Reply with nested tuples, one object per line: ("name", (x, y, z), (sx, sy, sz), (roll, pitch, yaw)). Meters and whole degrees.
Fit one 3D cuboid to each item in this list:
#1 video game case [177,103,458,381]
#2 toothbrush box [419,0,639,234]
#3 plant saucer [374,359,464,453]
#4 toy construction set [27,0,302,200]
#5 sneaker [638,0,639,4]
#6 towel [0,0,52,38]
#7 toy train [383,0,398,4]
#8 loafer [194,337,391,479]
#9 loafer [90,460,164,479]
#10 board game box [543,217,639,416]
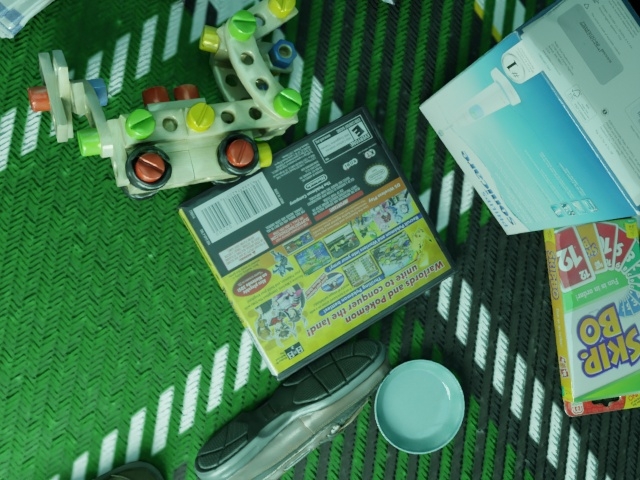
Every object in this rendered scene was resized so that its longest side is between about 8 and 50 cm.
("video game case", (0.000, 0.000, 0.887), (0.275, 0.035, 0.248), (-30, 92, -11))
("toothbrush box", (0.262, -0.134, 0.808), (0.126, 0.295, 0.216), (-36, 92, -11))
("plant saucer", (0.125, 0.212, 0.902), (0.119, 0.021, 0.119), (0, 87, -10))
("toy construction set", (-0.164, -0.164, 0.807), (0.328, 0.151, 0.215), (-13, 88, -10))
("sneaker", (0.468, -0.337, 0.949), (0.148, 0.131, 0.350), (-45, 80, 22))
("towel", (-0.344, -0.405, 0.852), (0.209, 0.034, 0.285), (46, 79, -2))
("toy train", (0.153, -0.459, 0.862), (0.190, 0.142, 0.334), (43, 100, -1))
("loafer", (-0.022, 0.221, 0.853), (0.267, 0.096, 0.084), (-33, 112, -3))
("loafer", (-0.296, 0.335, 0.789), (0.251, 0.087, 0.094), (-30, 92, -10))
("board game box", (0.379, 0.104, 0.948), (0.124, 0.039, 0.259), (-6, 90, -9))
